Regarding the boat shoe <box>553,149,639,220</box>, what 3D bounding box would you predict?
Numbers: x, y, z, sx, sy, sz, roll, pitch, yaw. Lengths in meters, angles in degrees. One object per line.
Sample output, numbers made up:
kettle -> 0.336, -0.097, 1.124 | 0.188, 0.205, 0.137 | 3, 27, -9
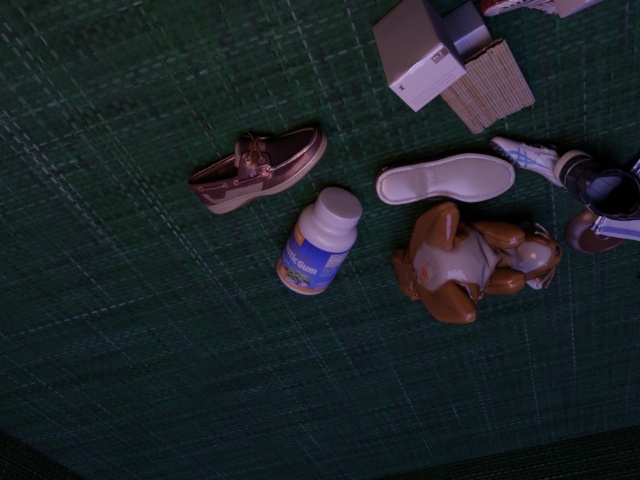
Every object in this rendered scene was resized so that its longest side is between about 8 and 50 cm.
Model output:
boat shoe -> 0.693, -0.105, 1.388 | 0.340, 0.113, 0.127 | 25, 112, -32

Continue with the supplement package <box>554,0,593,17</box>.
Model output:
supplement package -> 0.436, -0.486, 0.988 | 0.105, 0.105, 0.179 | -24, 97, 1

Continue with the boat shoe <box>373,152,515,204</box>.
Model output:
boat shoe -> 0.288, -0.148, 1.404 | 0.325, 0.096, 0.116 | -7, 105, -1

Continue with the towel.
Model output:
towel -> 0.849, -0.117, 1.510 | 0.210, 0.034, 0.284 | 9, 125, -16

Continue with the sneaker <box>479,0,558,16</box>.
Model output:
sneaker -> 0.411, -0.455, 1.102 | 0.226, 0.088, 0.092 | -13, 137, 8

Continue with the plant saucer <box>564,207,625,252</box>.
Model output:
plant saucer -> 0.775, -0.026, 1.626 | 0.199, 0.036, 0.198 | -2, 136, -2

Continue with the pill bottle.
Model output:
pill bottle -> 0.000, 0.000, 1.487 | 0.153, 0.152, 0.272 | 12, 134, -17

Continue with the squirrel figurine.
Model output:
squirrel figurine -> 0.407, 0.054, 1.543 | 0.371, 0.280, 0.397 | -10, 171, -24

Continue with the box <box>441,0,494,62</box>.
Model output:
box -> 0.285, -0.385, 1.152 | 0.087, 0.101, 0.102 | -29, 134, 22

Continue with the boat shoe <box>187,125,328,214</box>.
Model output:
boat shoe -> -0.148, -0.174, 1.319 | 0.342, 0.123, 0.123 | -22, 136, 25

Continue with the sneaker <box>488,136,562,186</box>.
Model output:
sneaker -> 0.500, -0.201, 1.391 | 0.237, 0.085, 0.086 | 18, 106, -20

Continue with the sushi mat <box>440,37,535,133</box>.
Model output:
sushi mat -> 0.338, -0.300, 1.204 | 0.152, 0.019, 0.317 | -30, 158, 22

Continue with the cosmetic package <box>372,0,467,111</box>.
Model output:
cosmetic package -> 0.175, -0.351, 1.081 | 0.117, 0.231, 0.086 | -35, 129, 28
